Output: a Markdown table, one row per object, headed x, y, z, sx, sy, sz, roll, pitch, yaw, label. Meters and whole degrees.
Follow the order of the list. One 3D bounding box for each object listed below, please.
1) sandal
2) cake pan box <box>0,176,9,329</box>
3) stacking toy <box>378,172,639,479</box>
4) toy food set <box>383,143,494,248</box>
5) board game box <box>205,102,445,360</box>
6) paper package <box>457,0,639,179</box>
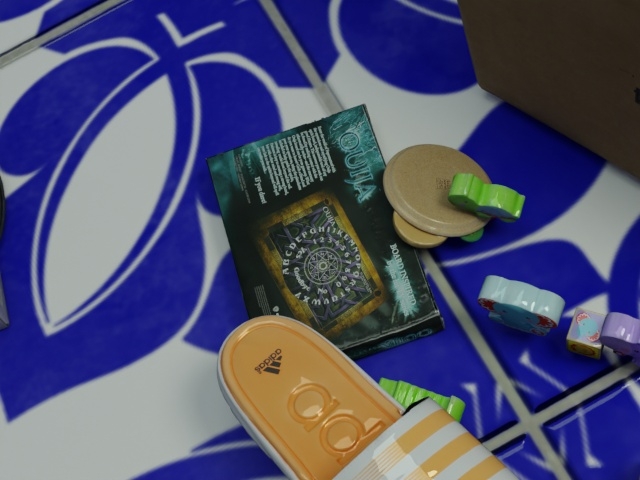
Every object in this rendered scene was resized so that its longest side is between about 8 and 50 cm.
| x | y | z | sx | sy | sz | roll | pitch | yaw | label |
| --- | --- | --- | --- | --- | --- | --- | --- | --- | --- |
| 0.026 | 0.124 | 0.777 | 0.102 | 0.076 | 0.265 | -43 | 61 | -16 | sandal |
| -0.376 | -0.007 | 1.023 | 0.266 | 0.070 | 0.246 | -21 | 60 | 3 | cake pan box |
| 0.160 | 0.052 | 0.835 | 0.221 | 0.052 | 0.167 | 14 | 70 | 16 | stacking toy |
| 0.083 | -0.032 | 0.924 | 0.082 | 0.020 | 0.083 | -7 | 55 | -20 | toy food set |
| 0.000 | 0.000 | 0.939 | 0.126 | 0.026 | 0.186 | -19 | 58 | 3 | board game box |
| 0.244 | -0.160 | 0.798 | 0.325 | 0.309 | 0.168 | 36 | 75 | 30 | paper package |
